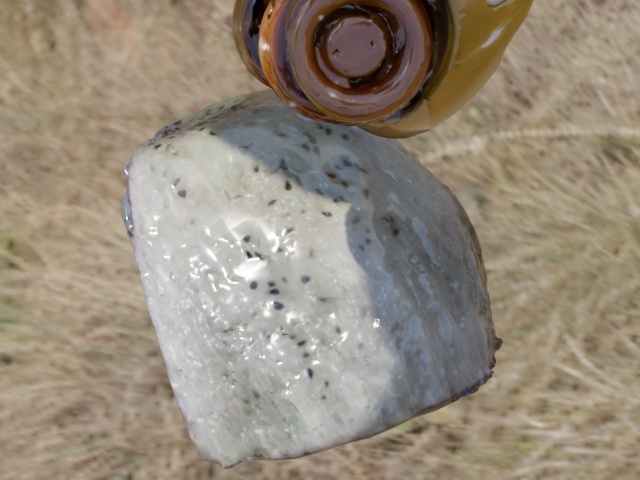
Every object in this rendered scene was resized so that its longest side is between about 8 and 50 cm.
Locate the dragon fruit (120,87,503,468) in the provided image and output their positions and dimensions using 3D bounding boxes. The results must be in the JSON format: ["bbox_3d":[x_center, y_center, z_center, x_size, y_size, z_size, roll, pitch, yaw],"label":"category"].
[{"bbox_3d":[0.000,0.000,1.376,0.204,0.283,0.221,-16,106,13],"label":"dragon fruit"}]

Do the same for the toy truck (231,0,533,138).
[{"bbox_3d":[0.025,-0.204,1.055,0.211,0.204,0.288,-28,103,-4],"label":"toy truck"}]
